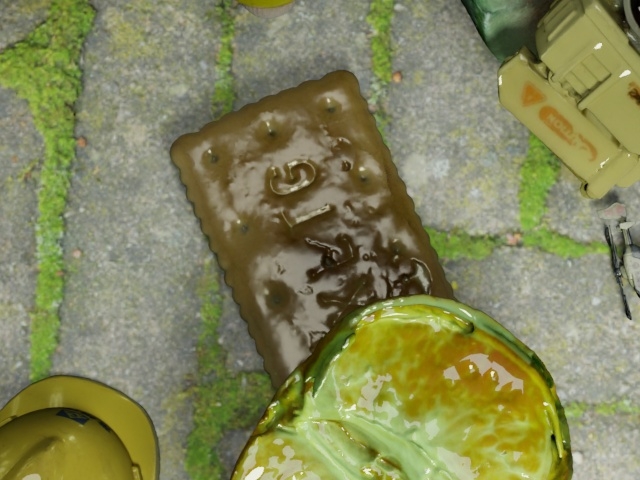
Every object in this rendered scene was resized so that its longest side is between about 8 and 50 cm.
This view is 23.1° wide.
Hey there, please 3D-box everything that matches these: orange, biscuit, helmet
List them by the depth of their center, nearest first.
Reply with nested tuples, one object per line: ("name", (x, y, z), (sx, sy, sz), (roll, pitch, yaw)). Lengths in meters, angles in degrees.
("orange", (0.067, 0.211, 1.463), (0.262, 0.196, 0.334), (35, 87, -11))
("helmet", (-0.266, 0.250, 1.490), (0.205, 0.140, 0.257), (21, 81, 4))
("biscuit", (0.000, 0.000, 1.589), (0.217, 0.044, 0.324), (-22, 78, -6))

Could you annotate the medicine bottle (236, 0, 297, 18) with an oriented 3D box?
("medicine bottle", (-0.056, -0.290, 1.563), (0.122, 0.212, 0.121), (0, 78, 0))

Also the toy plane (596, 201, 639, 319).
("toy plane", (0.318, 0.019, 1.591), (0.049, 0.031, 0.120), (-13, 81, 6))

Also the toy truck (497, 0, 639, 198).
("toy truck", (0.368, -0.105, 1.488), (0.405, 0.180, 0.254), (45, 118, -10))

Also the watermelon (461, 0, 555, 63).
("watermelon", (0.215, -0.321, 1.619), (0.302, 0.151, 0.264), (-14, 74, -21))
